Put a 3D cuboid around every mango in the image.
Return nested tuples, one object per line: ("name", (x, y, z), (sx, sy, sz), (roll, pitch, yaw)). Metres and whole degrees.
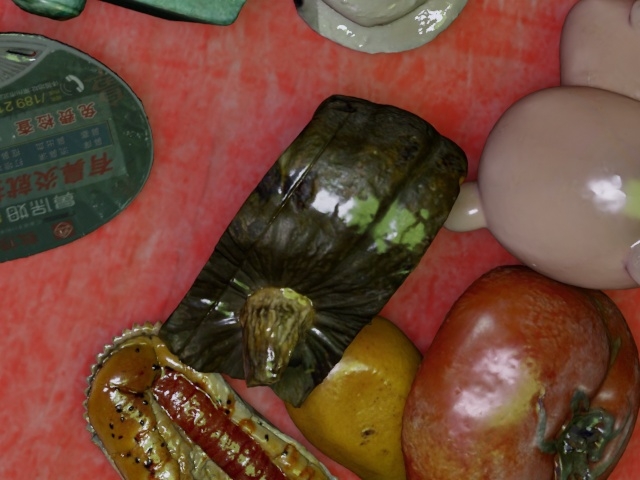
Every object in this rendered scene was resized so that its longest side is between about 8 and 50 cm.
("mango", (0.039, 0.123, 1.477), (0.165, 0.089, 0.115), (38, 84, -24))

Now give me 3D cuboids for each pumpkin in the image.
("pumpkin", (-0.002, 0.004, 1.368), (0.131, 0.126, 0.248), (32, 86, -8))

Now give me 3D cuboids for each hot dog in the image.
("hot dog", (-0.086, 0.169, 1.452), (0.131, 0.069, 0.253), (-43, 106, -9))

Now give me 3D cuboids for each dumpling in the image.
("dumpling", (0.050, -0.230, 1.429), (0.150, 0.092, 0.176), (15, 94, -17))

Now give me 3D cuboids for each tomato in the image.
("tomato", (0.173, 0.134, 1.483), (0.237, 0.095, 0.237), (-19, 117, -41))

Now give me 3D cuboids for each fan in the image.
("fan", (-0.261, -0.081, 1.332), (0.223, 0.012, 0.294), (-37, 128, 13))

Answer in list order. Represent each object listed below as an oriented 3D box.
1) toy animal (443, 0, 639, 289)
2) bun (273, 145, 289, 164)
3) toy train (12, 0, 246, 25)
("toy animal", (0.241, -0.075, 1.456), (0.229, 0.210, 0.221), (-4, 110, -52))
("bun", (0.003, -0.036, 1.461), (0.086, 0.055, 0.086), (-2, 98, -19))
("toy train", (-0.121, -0.293, 1.332), (0.238, 0.167, 0.299), (13, 94, -25))
